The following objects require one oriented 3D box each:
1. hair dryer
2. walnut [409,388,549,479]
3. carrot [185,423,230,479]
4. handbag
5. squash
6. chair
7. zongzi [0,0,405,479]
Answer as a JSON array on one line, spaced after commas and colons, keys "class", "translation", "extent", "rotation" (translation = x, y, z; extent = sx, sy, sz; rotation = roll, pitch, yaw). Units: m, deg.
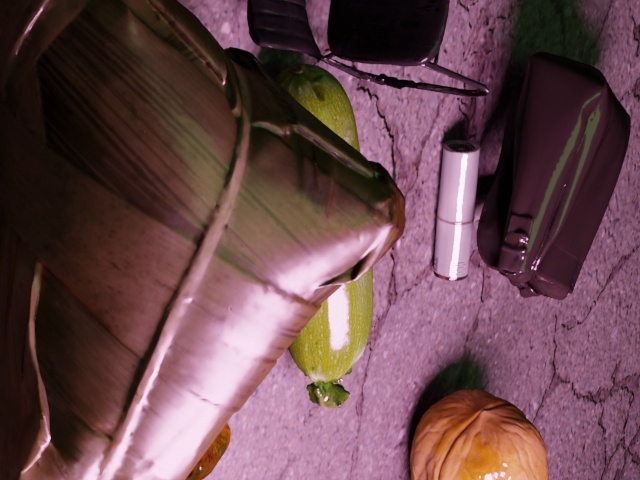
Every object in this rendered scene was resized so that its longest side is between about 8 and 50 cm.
[{"class": "hair dryer", "translation": [0.184, -0.055, 2.219], "extent": [0.183, 0.044, 0.155], "rotation": [-33, 134, -53]}, {"class": "walnut", "translation": [0.182, 0.268, 2.261], "extent": [0.165, 0.165, 0.197], "rotation": [-44, 136, -37]}, {"class": "carrot", "translation": [-0.152, 0.198, 1.779], "extent": [0.173, 0.082, 0.082], "rotation": [-28, 129, -47]}, {"class": "handbag", "translation": [0.260, -0.065, 2.205], "extent": [0.285, 0.113, 0.257], "rotation": [27, 77, -74]}, {"class": "squash", "translation": [0.000, 0.000, 1.894], "extent": [0.101, 0.101, 0.379], "rotation": [-37, 132, -43]}, {"class": "chair", "translation": [0.053, -0.220, 1.806], "extent": [0.221, 0.145, 0.140], "rotation": [9, 89, -55]}, {"class": "zongzi", "translation": [-0.247, 0.016, 1.528], "extent": [0.467, 0.218, 0.500], "rotation": [39, 88, -25]}]
